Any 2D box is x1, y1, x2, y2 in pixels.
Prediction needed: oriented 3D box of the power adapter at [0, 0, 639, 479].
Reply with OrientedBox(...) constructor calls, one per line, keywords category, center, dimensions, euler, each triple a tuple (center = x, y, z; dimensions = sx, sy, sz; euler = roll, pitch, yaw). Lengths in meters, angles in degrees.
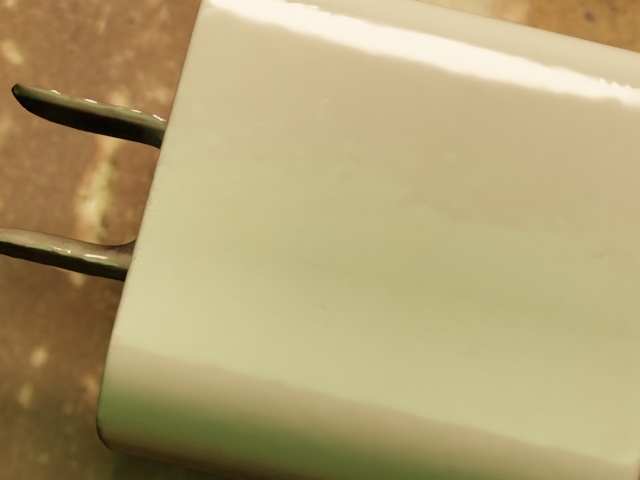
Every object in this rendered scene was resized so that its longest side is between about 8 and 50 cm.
OrientedBox(category="power adapter", center=(0.000, 0.000, 0.567), dimensions=(0.255, 0.124, 0.187), euler=(14, 75, -1))
